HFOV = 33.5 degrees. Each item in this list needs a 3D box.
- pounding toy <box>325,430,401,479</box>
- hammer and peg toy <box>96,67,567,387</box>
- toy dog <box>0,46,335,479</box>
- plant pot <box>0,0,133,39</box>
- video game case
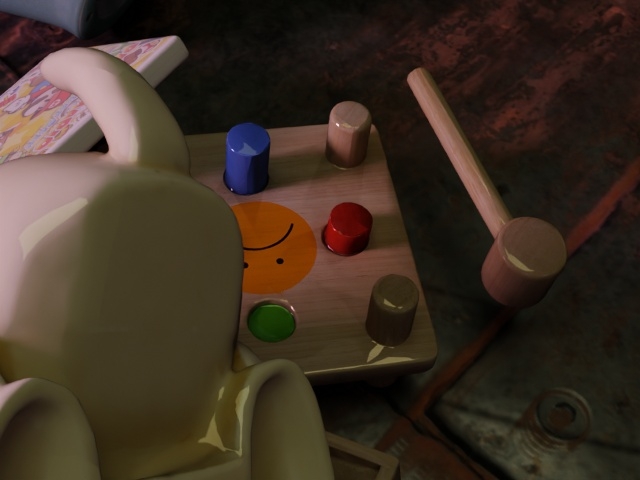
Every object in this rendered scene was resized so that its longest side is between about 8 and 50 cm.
[{"bbox_3d":[-0.001,0.222,0.774,0.141,0.100,0.130,17,55,19],"label":"pounding toy"},{"bbox_3d":[0.000,0.000,0.895,0.362,0.127,0.265,-7,55,-10],"label":"hammer and peg toy"},{"bbox_3d":[-0.247,0.095,0.677,0.285,0.408,0.395,-12,94,-53],"label":"toy dog"},{"bbox_3d":[-0.284,-0.338,1.030,0.255,0.271,0.271,32,58,-1],"label":"plant pot"},{"bbox_3d":[-0.250,-0.100,0.927,0.206,0.026,0.227,4,44,45],"label":"video game case"}]
